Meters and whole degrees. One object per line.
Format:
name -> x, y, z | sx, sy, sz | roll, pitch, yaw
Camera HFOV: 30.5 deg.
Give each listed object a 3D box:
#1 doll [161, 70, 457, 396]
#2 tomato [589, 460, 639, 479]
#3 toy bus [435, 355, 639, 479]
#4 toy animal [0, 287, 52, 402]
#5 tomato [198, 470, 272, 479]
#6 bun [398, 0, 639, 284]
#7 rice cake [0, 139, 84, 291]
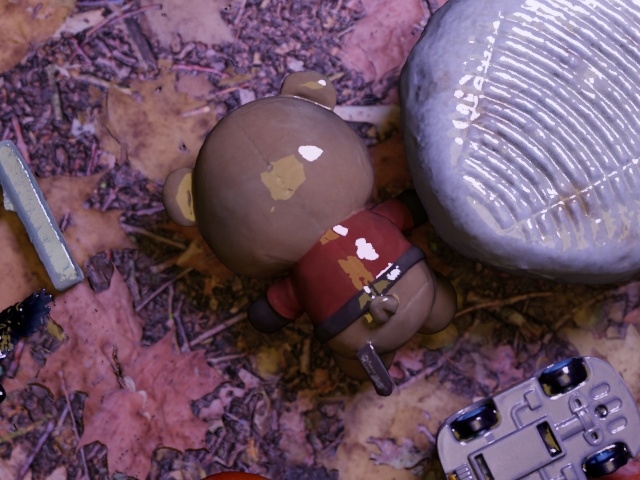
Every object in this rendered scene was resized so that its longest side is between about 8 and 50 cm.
doll -> 0.000, 0.000, 1.232 | 0.235, 0.174, 0.330 | -40, 91, 3
tomato -> 0.316, 0.385, 1.229 | 0.309, 0.170, 0.309 | 0, 87, -3
toy bus -> 0.225, 0.209, 1.248 | 0.209, 0.136, 0.126 | -26, 87, -3
toy animal -> -0.382, 0.128, 1.279 | 0.220, 0.062, 0.108 | -30, 71, -2
tomato -> -0.084, 0.378, 1.190 | 0.299, 0.226, 0.298 | 0, 82, 3
bun -> 0.242, -0.115, 1.231 | 0.354, 0.194, 0.354 | 0, 82, -1
rice cake -> -0.318, -0.027, 1.293 | 0.042, 0.030, 0.180 | -28, 88, -1
